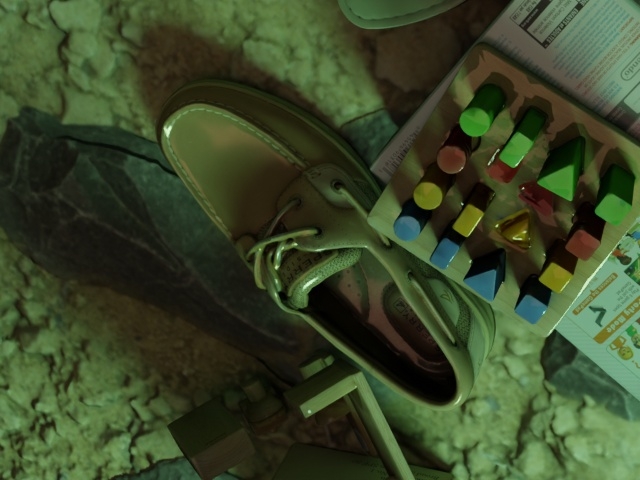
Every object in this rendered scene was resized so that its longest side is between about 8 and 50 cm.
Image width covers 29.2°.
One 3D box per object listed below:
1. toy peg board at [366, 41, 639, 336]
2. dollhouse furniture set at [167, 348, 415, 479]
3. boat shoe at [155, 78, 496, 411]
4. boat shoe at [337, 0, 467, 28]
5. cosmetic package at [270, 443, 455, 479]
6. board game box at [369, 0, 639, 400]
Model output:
[{"bbox_3d":[0.129,-0.023,0.854,0.161,0.079,0.160,34,116,4],"label":"toy peg board"},{"bbox_3d":[-0.025,0.187,1.053,0.151,0.144,0.123,-30,103,-12],"label":"dollhouse furniture set"},{"bbox_3d":[0.000,0.000,0.988,0.341,0.110,0.121,39,116,-1],"label":"boat shoe"},{"bbox_3d":[0.117,-0.223,0.888,0.228,0.069,0.081,-28,89,24],"label":"boat shoe"},{"bbox_3d":[0.002,0.298,0.994,0.160,0.309,0.113,8,112,13],"label":"cosmetic package"},{"bbox_3d":[0.226,-0.046,0.911,0.303,0.097,0.224,42,117,0],"label":"board game box"}]
